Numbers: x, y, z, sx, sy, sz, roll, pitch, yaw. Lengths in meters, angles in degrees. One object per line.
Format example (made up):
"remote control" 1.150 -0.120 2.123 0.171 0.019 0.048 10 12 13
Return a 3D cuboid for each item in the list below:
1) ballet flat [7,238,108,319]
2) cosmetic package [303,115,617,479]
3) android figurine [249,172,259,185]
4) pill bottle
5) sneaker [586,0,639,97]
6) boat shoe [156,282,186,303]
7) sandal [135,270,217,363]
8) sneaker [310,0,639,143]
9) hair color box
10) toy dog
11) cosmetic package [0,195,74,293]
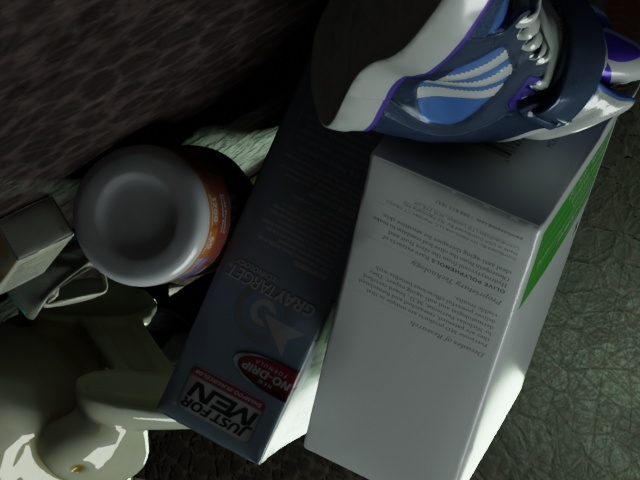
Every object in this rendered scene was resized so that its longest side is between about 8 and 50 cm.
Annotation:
"ballet flat" -0.217 0.015 1.698 0.213 0.068 0.072 -29 175 -24
"cosmetic package" 0.114 0.037 1.455 0.197 0.155 0.365 -53 161 -42
"android figurine" -0.044 -0.058 2.110 0.248 0.056 0.273 -31 177 11
"pill bottle" -0.127 -0.026 1.506 0.121 0.121 0.216 -32 175 14
"sneaker" 0.304 -0.193 1.902 0.302 0.108 0.121 -58 175 -36
"boat shoe" -0.278 0.112 2.210 0.305 0.091 0.109 -29 137 -56
"sandal" -0.138 0.061 1.986 0.167 0.107 0.446 -43 -168 -16
"sneaker" 0.143 -0.160 1.181 0.236 0.130 0.323 -1 162 -18
"hair color box" 0.000 0.000 1.530 0.374 0.113 0.185 -66 166 11
"toy dog" -0.319 0.291 1.820 0.395 0.284 0.408 -4 120 -39
"cosmetic package" -0.263 0.007 1.481 0.060 0.041 0.115 -28 174 -30
